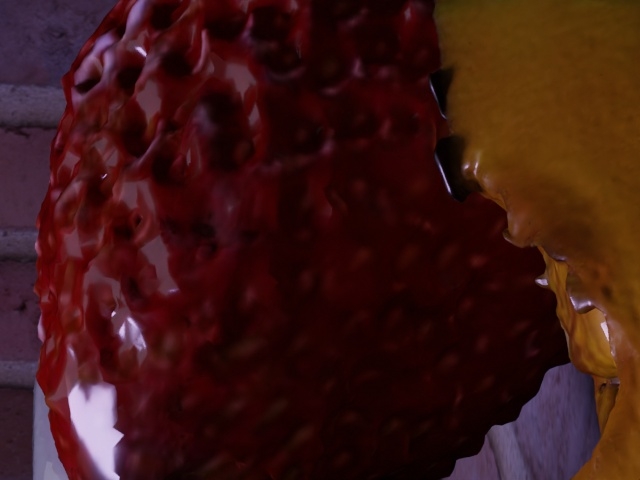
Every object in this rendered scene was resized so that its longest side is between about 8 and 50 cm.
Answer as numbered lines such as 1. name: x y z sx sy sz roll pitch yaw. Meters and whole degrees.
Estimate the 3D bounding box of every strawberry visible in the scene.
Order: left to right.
1. strawberry: 0.010 -0.009 0.927 0.310 0.291 0.292 -96 9 -53

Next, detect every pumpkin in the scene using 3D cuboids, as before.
1. pumpkin: 0.143 0.034 0.714 0.169 0.148 0.312 42 -143 -42

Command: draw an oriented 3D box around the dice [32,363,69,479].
1. dice: -0.079 0.240 1.552 0.277 0.304 0.304 -100 12 -53
